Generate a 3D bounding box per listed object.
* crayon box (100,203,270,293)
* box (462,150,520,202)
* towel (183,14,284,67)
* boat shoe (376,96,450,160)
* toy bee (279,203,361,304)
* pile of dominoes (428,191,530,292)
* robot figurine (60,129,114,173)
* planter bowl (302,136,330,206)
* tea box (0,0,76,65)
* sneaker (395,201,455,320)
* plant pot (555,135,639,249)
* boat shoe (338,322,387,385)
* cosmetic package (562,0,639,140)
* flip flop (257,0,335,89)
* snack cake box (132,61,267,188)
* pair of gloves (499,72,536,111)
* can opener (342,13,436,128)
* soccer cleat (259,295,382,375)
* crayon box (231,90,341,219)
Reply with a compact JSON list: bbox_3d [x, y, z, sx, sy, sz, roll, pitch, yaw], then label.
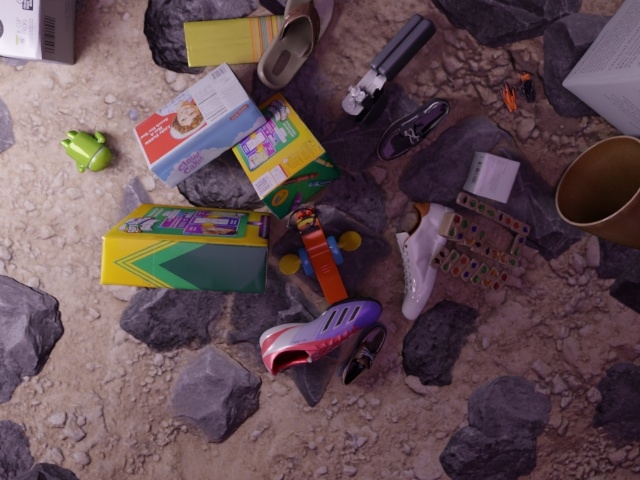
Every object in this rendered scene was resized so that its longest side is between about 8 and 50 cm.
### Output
[{"bbox_3d":[-0.267,0.008,1.363,0.313,0.363,0.106,3,103,-4],"label":"crayon box"},{"bbox_3d":[0.405,-0.152,1.506,0.087,0.102,0.101,15,100,-5],"label":"box"},{"bbox_3d":[-0.187,-0.454,1.443,0.237,0.021,0.102,-5,99,-2],"label":"towel"},{"bbox_3d":[0.218,-0.262,1.488,0.206,0.065,0.075,-39,102,5],"label":"boat shoe"},{"bbox_3d":[0.000,0.000,1.506,0.195,0.162,0.298,-4,128,-11],"label":"toy bee"},{"bbox_3d":[0.393,0.012,1.519,0.251,0.040,0.195,22,86,-24],"label":"pile of dominoes"},{"bbox_3d":[-0.532,-0.204,1.450,0.115,0.067,0.101,35,99,-11],"label":"robot figurine"},{"bbox_3d":[-0.043,-0.148,1.462,0.162,0.162,0.109,-37,130,5],"label":"planter bowl"},{"bbox_3d":[-0.688,-0.546,1.285,0.324,0.220,0.328,6,102,-4],"label":"tea box"},{"bbox_3d":[0.226,0.045,1.545,0.123,0.106,0.290,17,90,-5],"label":"sneaker"},{"bbox_3d":[0.738,-0.081,1.497,0.254,0.237,0.237,30,99,-23],"label":"plant pot"},{"bbox_3d":[0.113,0.295,1.604,0.066,0.066,0.183,30,99,-10],"label":"boat shoe"},{"bbox_3d":[0.806,-0.374,1.333,0.327,0.393,0.329,35,98,-10],"label":"cosmetic package"},{"bbox_3d":[-0.048,-0.462,1.402,0.112,0.080,0.277,31,88,-20],"label":"flip flop"},{"bbox_3d":[-0.270,-0.255,1.404,0.264,0.152,0.089,-34,145,4],"label":"snack cake box"},{"bbox_3d":[0.472,-0.354,1.513,0.083,0.010,0.074,-23,102,-1],"label":"pair of gloves"},{"bbox_3d":[0.157,-0.392,1.463,0.280,0.074,0.093,-51,135,9],"label":"can opener"},{"bbox_3d":[0.008,0.236,1.546,0.318,0.116,0.108,-20,129,2],"label":"soccer cleat"},{"bbox_3d":[-0.089,-0.191,1.378,0.165,0.278,0.081,-36,135,4],"label":"crayon box"}]
